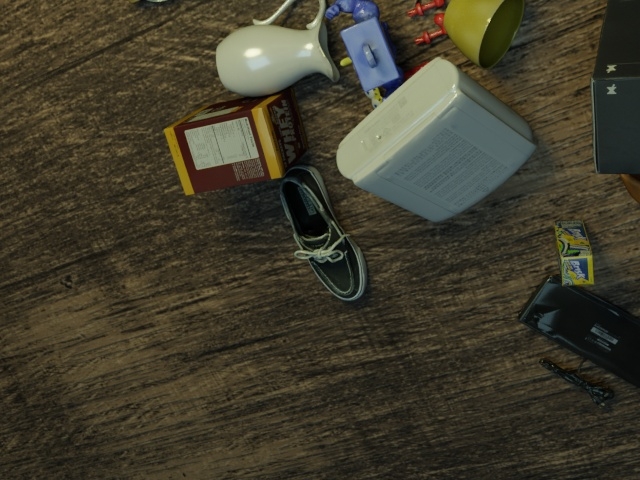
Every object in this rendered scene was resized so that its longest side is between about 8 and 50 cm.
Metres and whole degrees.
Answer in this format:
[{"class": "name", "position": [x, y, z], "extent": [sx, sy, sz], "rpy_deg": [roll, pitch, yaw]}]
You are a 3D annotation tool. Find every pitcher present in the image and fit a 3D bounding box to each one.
[{"class": "pitcher", "position": [-0.081, -0.357, 1.344], "extent": [0.207, 0.125, 0.177], "rpy_deg": [-7, 84, 13]}]

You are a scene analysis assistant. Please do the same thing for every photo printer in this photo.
[{"class": "photo printer", "position": [0.215, -0.155, 1.278], "extent": [0.256, 0.107, 0.308], "rpy_deg": [-40, 142, 27]}]

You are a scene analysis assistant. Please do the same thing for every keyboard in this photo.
[{"class": "keyboard", "position": [0.542, 0.215, 1.481], "extent": [0.317, 0.033, 0.201], "rpy_deg": [30, 111, 1]}]

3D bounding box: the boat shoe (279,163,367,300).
[{"class": "boat shoe", "position": [0.004, -0.001, 1.478], "extent": [0.113, 0.105, 0.306], "rpy_deg": [-13, 110, 19]}]

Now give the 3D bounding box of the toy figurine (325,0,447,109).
[{"class": "toy figurine", "position": [0.105, -0.356, 1.231], "extent": [0.191, 0.217, 0.362], "rpy_deg": [-16, 109, 20]}]

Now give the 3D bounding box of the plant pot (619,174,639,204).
[{"class": "plant pot", "position": [0.647, -0.102, 1.191], "extent": [0.291, 0.290, 0.203], "rpy_deg": [-21, 125, 22]}]

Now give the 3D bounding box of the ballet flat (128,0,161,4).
[{"class": "ballet flat", "position": [-0.265, -0.485, 1.360], "extent": [0.232, 0.080, 0.073], "rpy_deg": [-4, 141, 18]}]

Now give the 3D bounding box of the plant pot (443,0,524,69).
[{"class": "plant pot", "position": [0.265, -0.369, 1.246], "extent": [0.095, 0.134, 0.134], "rpy_deg": [34, 120, 26]}]

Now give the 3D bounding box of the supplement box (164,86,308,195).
[{"class": "supplement box", "position": [-0.150, -0.189, 1.385], "extent": [0.194, 0.191, 0.129], "rpy_deg": [-9, 110, 18]}]

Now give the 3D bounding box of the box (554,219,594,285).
[{"class": "box", "position": [0.456, 0.020, 1.336], "extent": [0.054, 0.169, 0.059], "rpy_deg": [-4, 112, 16]}]

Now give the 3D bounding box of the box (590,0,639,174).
[{"class": "box", "position": [0.579, -0.256, 1.045], "extent": [0.343, 0.312, 0.179], "rpy_deg": [4, 138, 27]}]
